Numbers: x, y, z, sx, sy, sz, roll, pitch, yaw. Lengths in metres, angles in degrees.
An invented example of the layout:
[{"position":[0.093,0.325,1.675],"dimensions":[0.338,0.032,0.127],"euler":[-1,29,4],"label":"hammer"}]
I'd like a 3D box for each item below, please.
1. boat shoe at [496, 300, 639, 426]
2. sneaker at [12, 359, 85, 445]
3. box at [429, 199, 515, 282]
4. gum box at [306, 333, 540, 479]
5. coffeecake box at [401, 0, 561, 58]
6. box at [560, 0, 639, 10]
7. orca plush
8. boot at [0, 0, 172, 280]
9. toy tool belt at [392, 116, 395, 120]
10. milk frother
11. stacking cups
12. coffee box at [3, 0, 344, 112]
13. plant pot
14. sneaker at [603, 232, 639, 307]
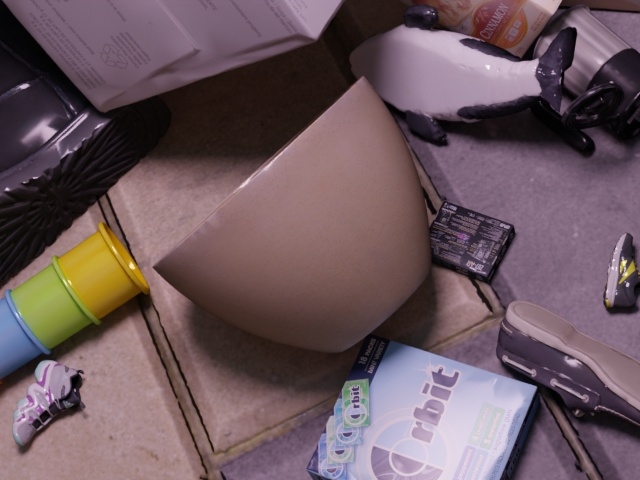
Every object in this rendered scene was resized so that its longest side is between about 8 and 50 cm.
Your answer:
[{"position":[0.260,0.137,1.400],"dimensions":[0.206,0.075,0.065],"euler":[34,118,22],"label":"boat shoe"},{"position":[-0.281,0.176,1.523],"dimensions":[0.069,0.038,0.098],"euler":[10,66,20],"label":"sneaker"},{"position":[0.153,0.001,1.513],"dimensions":[0.083,0.018,0.067],"euler":[20,69,24],"label":"box"},{"position":[0.101,0.191,1.410],"dimensions":[0.184,0.041,0.157],"euler":[16,68,22],"label":"gum box"},{"position":[0.165,-0.285,1.556],"dimensions":[0.185,0.142,0.068],"euler":[31,71,1],"label":"coffeecake box"},{"position":[0.332,-0.345,1.593],"dimensions":[0.311,0.121,0.148],"euler":[8,64,19],"label":"box"},{"position":[0.167,-0.198,1.554],"dimensions":[0.102,0.151,0.287],"euler":[-28,13,-40],"label":"orca plush"},{"position":[-0.451,-0.171,1.686],"dimensions":[0.367,0.146,0.445],"euler":[-39,64,-22],"label":"boot"},{"position":[0.055,-0.116,1.584],"dimensions":[0.052,0.051,0.083],"euler":[4,64,17],"label":"toy tool belt"},{"position":[0.277,-0.175,1.503],"dimensions":[0.129,0.143,0.135],"euler":[-43,62,-2],"label":"milk frother"},{"position":[-0.336,0.109,1.549],"dimensions":[0.316,0.096,0.096],"euler":[-36,59,-3],"label":"stacking cups"},{"position":[-0.147,-0.389,1.483],"dimensions":[0.338,0.337,0.334],"euler":[-13,36,44],"label":"coffee box"},{"position":[0.000,0.000,1.438],"dimensions":[0.284,0.284,0.191],"euler":[-43,95,-10],"label":"plant pot"},{"position":[0.308,0.033,1.451],"dimensions":[0.035,0.031,0.083],"euler":[14,70,7],"label":"sneaker"}]
